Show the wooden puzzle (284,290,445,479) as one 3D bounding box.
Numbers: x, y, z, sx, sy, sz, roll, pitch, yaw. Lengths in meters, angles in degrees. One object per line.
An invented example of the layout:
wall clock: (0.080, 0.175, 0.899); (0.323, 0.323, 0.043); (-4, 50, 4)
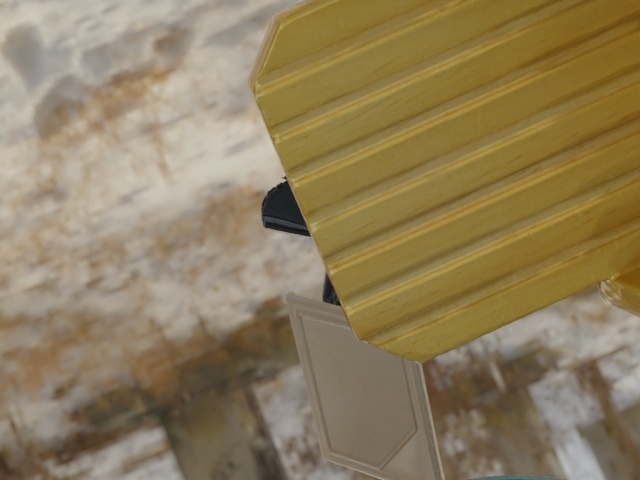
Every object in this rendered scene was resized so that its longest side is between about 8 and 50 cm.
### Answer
wooden puzzle: (0.057, 0.174, 1.936); (0.044, 0.221, 0.238); (-26, -155, -31)

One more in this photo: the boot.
boot: (0.000, 0.000, 2.505); (0.246, 0.207, 0.094); (-59, 151, -32)

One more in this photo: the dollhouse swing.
dollhouse swing: (0.171, -0.058, 1.158); (0.305, 0.347, 0.315); (-29, -156, -16)

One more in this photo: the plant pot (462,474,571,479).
plant pot: (0.154, 0.348, 1.301); (0.293, 0.293, 0.196); (-18, 124, -20)
